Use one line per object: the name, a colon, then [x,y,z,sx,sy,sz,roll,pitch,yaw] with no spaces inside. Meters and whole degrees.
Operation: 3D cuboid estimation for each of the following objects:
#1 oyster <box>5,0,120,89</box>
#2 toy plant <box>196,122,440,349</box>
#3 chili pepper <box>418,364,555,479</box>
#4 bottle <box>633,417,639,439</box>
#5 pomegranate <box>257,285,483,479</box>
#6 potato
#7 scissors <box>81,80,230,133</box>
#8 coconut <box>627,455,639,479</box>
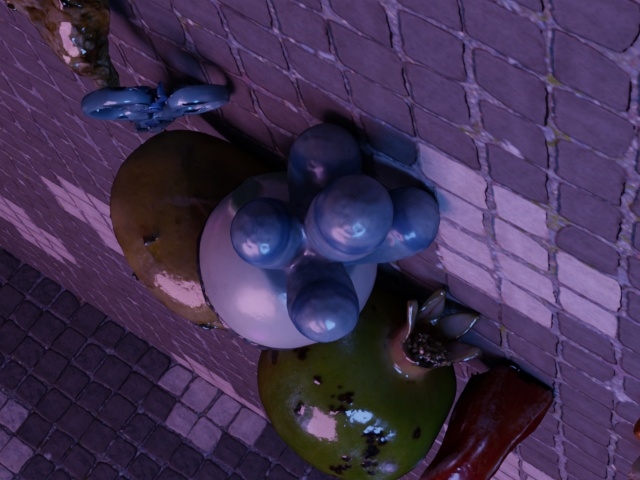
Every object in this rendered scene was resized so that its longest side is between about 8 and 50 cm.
oyster: [-0.358,-0.333,1.587,0.396,0.111,0.204,43,160,-12]
toy plant: [0.000,0.000,1.570,0.247,0.247,0.332,39,162,-7]
chili pepper: [0.215,0.287,1.874,0.144,0.252,0.136,10,141,42]
bottle: [0.460,0.277,1.652,0.187,0.069,0.069,37,164,-4]
pomegranate: [0.071,0.197,1.871,0.291,0.291,0.323,44,157,-24]
potato: [-0.132,-0.016,1.766,0.299,0.239,0.116,47,161,-5]
scissors: [-0.220,-0.165,1.767,0.180,0.032,0.393,-3,179,-10]
coconut: [0.447,0.322,1.735,0.116,0.116,0.122,30,161,22]
